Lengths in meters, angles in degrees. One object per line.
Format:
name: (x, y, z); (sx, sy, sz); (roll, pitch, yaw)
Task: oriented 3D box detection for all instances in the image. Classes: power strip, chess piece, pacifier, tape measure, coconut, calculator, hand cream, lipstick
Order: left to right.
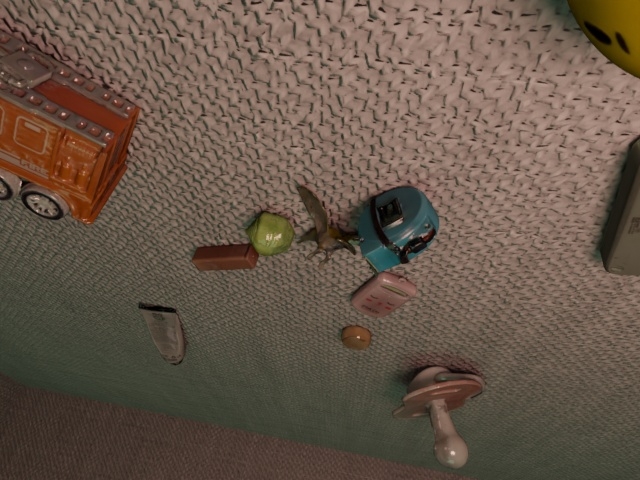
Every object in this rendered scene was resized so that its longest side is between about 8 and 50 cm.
hand cream: (-0.512, 0.316, 1.367); (0.121, 0.076, 0.336); (7, 136, 1)
lipstick: (-0.214, 0.039, 0.921); (0.146, 0.045, 0.045); (-4, 141, 22)
coconut: (-0.099, -0.011, 0.791); (0.096, 0.087, 0.087); (7, 143, 1)
chess piece: (0.098, 0.268, 1.124); (0.084, 0.038, 0.083); (10, 141, 8)
calculator: (0.141, 0.125, 0.930); (0.100, 0.032, 0.175); (24, 141, -13)
tape measure: (0.126, -0.022, 0.663); (0.125, 0.146, 0.081); (-29, 127, 21)
pacifier: (0.344, 0.493, 1.198); (0.221, 0.273, 0.332); (24, 144, 14)
power strip: (0.527, -0.040, 0.572); (0.194, 0.059, 0.265); (1, 142, 23)

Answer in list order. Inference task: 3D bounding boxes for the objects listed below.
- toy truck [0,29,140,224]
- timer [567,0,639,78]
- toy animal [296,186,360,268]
toy truck: (-0.486, -0.202, 0.600); (0.388, 0.173, 0.207); (27, 135, -22)
timer: (0.310, -0.206, 0.256); (0.285, 0.285, 0.285); (9, 143, 7)
toy animal: (0.000, 0.000, 0.765); (0.155, 0.095, 0.219); (-27, 126, 36)
